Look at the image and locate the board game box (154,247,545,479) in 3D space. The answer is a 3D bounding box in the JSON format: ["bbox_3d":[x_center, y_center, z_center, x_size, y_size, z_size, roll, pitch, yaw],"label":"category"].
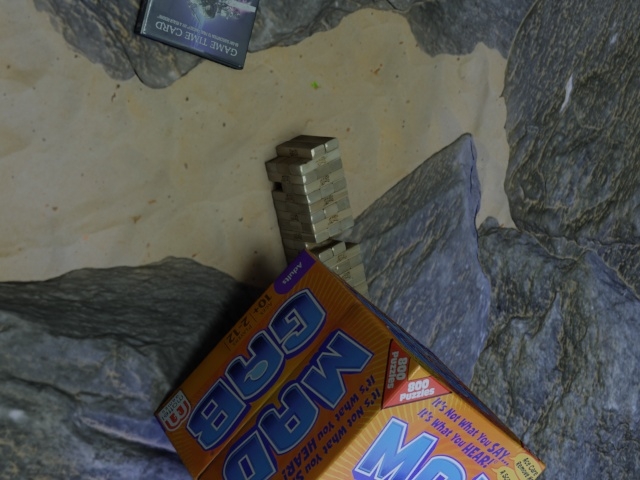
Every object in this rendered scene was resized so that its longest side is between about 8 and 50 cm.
[{"bbox_3d":[0.040,0.305,1.920,0.356,0.356,0.356,-48,129,3],"label":"board game box"}]

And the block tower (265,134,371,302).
[{"bbox_3d":[0.000,0.000,2.070,0.091,0.097,0.335,-27,114,-35],"label":"block tower"}]

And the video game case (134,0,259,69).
[{"bbox_3d":[-0.163,-0.413,1.884,0.196,0.026,0.274,14,90,-43],"label":"video game case"}]
